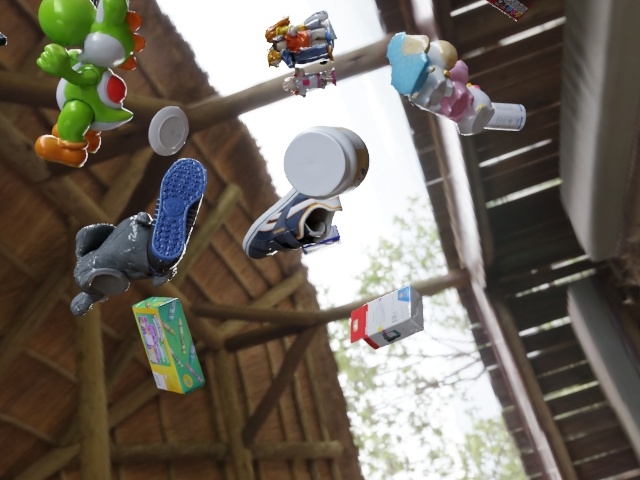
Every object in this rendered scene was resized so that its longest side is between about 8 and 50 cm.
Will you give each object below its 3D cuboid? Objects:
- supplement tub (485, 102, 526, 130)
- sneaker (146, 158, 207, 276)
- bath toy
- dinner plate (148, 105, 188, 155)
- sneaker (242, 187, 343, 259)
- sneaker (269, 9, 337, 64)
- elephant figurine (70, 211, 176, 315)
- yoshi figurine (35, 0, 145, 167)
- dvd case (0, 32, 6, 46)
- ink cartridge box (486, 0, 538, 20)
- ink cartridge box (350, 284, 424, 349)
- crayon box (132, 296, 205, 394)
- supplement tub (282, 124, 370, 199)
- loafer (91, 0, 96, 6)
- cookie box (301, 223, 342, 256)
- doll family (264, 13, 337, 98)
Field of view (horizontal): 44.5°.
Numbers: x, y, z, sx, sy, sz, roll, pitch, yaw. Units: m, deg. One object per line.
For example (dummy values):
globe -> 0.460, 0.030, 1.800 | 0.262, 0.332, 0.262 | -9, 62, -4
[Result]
supplement tub -> 0.484, -0.329, 2.077 | 0.071, 0.107, 0.071 | -177, 90, -79
sneaker -> -0.267, -0.042, 1.419 | 0.090, 0.081, 0.232 | 126, 160, -51
bath toy -> 0.277, -0.350, 1.761 | 0.129, 0.151, 0.348 | 44, -165, 35
dinner plate -> -0.418, -0.303, 2.178 | 0.017, 0.141, 0.141 | 24, 155, 34
sneaker -> -0.071, -0.030, 1.958 | 0.126, 0.321, 0.127 | -2, -126, -50
sneaker -> -0.043, -0.546, 2.235 | 0.086, 0.228, 0.132 | -36, -82, -47
elephant figurine -> -0.421, 0.052, 1.554 | 0.169, 0.239, 0.186 | -127, 17, -73
yoshi figurine -> -0.495, -0.345, 1.559 | 0.203, 0.362, 0.203 | 38, -153, 30
dvd case -> -0.859, -0.491, 1.763 | 0.253, 0.180, 0.022 | 38, 132, 22
ink cartridge box -> 0.475, -0.677, 1.809 | 0.130, 0.272, 0.309 | 56, -152, 16
ink cartridge box -> 0.205, 0.249, 2.433 | 0.078, 0.231, 0.134 | 42, -144, -32
crayon box -> -0.458, 0.314, 2.353 | 0.165, 0.081, 0.278 | -3, 105, 50
supplement tub -> 0.012, -0.155, 1.549 | 0.199, 0.144, 0.144 | -28, -81, -73
loafer -> -0.729, -0.771, 2.332 | 0.078, 0.080, 0.220 | -10, -100, -41
cookie box -> 0.000, 0.000, 2.086 | 0.092, 0.107, 0.040 | 76, 176, -75
doll family -> -0.053, -0.460, 1.889 | 0.263, 0.163, 0.118 | 77, -174, -65
